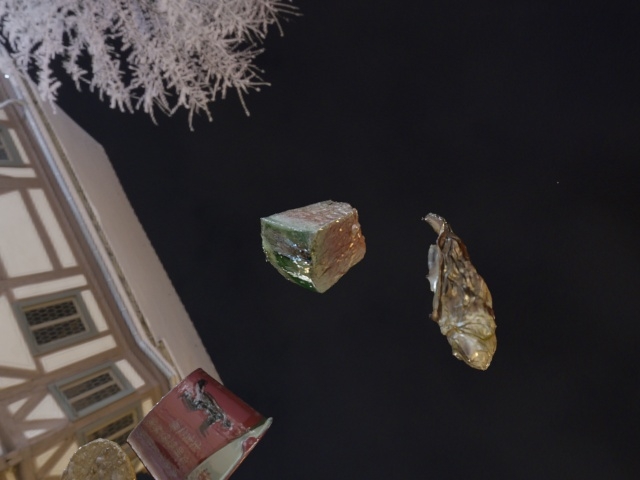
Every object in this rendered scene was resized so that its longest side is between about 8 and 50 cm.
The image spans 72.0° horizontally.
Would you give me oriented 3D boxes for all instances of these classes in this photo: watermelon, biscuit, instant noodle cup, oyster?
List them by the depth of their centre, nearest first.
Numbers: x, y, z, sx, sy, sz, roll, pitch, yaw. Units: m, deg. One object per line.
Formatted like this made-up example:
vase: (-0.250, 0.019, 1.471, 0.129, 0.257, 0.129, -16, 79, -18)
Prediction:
oyster: (0.231, 0.074, 0.764, 0.100, 0.275, 0.272, -20, -102, 15)
instant noodle cup: (-0.228, 0.367, 0.827, 0.178, 0.234, 0.235, 42, -66, 8)
biscuit: (-0.550, 0.606, 1.085, 0.219, 0.033, 0.220, -3, -105, 12)
watermelon: (0.000, 0.012, 1.213, 0.301, 0.264, 0.151, -24, -132, -10)
